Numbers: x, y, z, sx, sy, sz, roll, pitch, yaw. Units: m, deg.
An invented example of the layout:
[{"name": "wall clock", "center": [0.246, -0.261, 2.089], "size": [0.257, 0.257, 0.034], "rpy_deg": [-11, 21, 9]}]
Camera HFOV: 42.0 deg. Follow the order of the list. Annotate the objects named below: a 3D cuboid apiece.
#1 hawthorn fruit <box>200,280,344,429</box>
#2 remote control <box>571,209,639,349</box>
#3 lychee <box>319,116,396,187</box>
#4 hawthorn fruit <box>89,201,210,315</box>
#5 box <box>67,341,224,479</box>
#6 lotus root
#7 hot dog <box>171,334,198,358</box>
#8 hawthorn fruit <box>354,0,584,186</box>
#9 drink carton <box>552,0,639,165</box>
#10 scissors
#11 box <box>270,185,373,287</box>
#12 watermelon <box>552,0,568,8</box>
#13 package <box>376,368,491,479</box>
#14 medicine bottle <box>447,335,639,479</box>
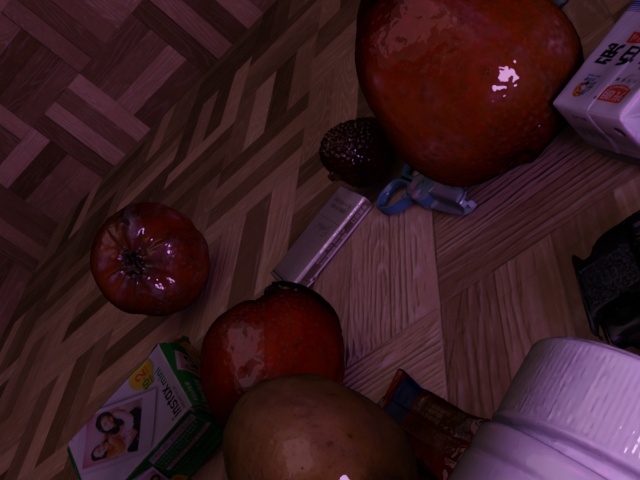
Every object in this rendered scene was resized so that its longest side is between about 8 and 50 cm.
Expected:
[{"name": "hawthorn fruit", "center": [-0.057, 0.183, 1.075], "size": [0.189, 0.189, 0.252], "rpy_deg": [-32, 49, 38]}, {"name": "remote control", "center": [0.396, -0.040, 0.684], "size": [0.398, 0.062, 0.145], "rpy_deg": [-37, 28, 28]}, {"name": "lychee", "center": [0.065, -0.145, 1.375], "size": [0.129, 0.123, 0.123], "rpy_deg": [-26, 20, -13]}, {"name": "hawthorn fruit", "center": [-0.332, 0.036, 1.723], "size": [0.242, 0.242, 0.271], "rpy_deg": [-46, -8, 13]}, {"name": "box", "center": [-0.264, 0.299, 1.288], "size": [0.250, 0.103, 0.180], "rpy_deg": [-49, 44, 5]}, {"name": "lotus root", "center": [0.013, 0.236, 0.843], "size": [0.183, 0.182, 0.310], "rpy_deg": [-56, 27, -10]}, {"name": "hot dog", "center": [-0.290, 0.272, 1.471], "size": [0.104, 0.076, 0.250], "rpy_deg": [-25, 37, 48]}, {"name": "hawthorn fruit", "center": [0.183, -0.222, 1.068], "size": [0.295, 0.295, 0.311], "rpy_deg": [-47, 68, 10]}, {"name": "drink carton", "center": [0.402, -0.229, 0.888], "size": [0.315, 0.106, 0.130], "rpy_deg": [-51, 22, 2]}, {"name": "scissors", "center": [0.158, -0.074, 1.201], "size": [0.125, 0.030, 0.256], "rpy_deg": [-51, 21, -1]}, {"name": "box", "center": [0.000, 0.000, 1.388], "size": [0.198, 0.029, 0.109], "rpy_deg": [-51, 23, -1]}, {"name": "watermelon", "center": [0.258, -0.436, 1.361], "size": [0.264, 0.151, 0.302], "rpy_deg": [-37, 28, 13]}, {"name": "package", "center": [0.110, 0.200, 0.908], "size": [0.083, 0.022, 0.200], "rpy_deg": [-54, 23, -7]}, {"name": "medicine bottle", "center": [0.150, 0.245, 0.564], "size": [0.332, 0.190, 0.190], "rpy_deg": [-56, 24, -10]}]
